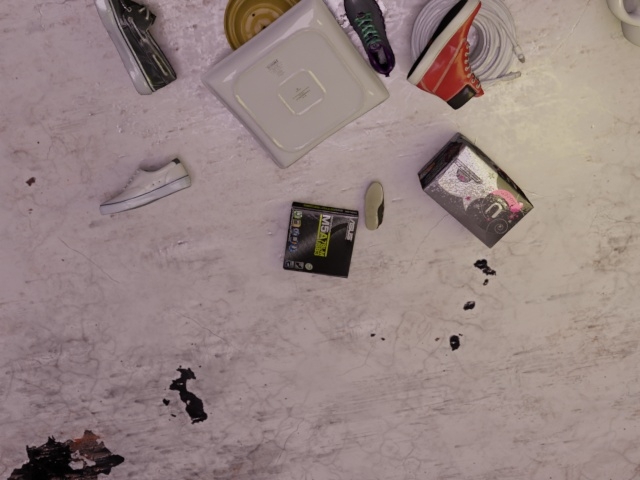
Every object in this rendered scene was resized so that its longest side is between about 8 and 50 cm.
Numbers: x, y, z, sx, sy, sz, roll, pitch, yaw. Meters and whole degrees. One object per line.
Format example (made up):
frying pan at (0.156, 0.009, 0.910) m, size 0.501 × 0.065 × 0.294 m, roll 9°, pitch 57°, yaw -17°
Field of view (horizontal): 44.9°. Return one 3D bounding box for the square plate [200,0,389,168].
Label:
square plate at (-0.054, -0.367, 1.892) m, size 0.347 × 0.049 × 0.344 m, roll -33°, pitch 127°, yaw 14°

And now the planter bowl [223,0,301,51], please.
planter bowl at (-0.131, -0.516, 1.865) m, size 0.217 × 0.090 × 0.217 m, roll 0°, pitch 112°, yaw 1°

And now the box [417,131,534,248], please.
box at (0.397, -0.129, 1.989) m, size 0.247 × 0.142 × 0.163 m, roll 39°, pitch 108°, yaw -15°

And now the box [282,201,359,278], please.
box at (0.000, 0.000, 2.101) m, size 0.184 × 0.045 × 0.191 m, roll 10°, pitch 113°, yaw -1°

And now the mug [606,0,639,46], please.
mug at (0.777, -0.586, 1.701) m, size 0.373 × 0.276 × 0.328 m, roll -8°, pitch 126°, yaw -29°

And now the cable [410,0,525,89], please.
cable at (0.343, -0.482, 1.874) m, size 0.257 × 0.089 × 0.257 m, roll -19°, pitch 111°, yaw 10°

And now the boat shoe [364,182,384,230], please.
boat shoe at (0.146, -0.094, 2.063) m, size 0.048 × 0.042 × 0.133 m, roll 13°, pitch 114°, yaw 23°

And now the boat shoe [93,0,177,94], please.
boat shoe at (-0.450, -0.520, 1.866) m, size 0.119 × 0.121 × 0.335 m, roll -22°, pitch 122°, yaw 1°

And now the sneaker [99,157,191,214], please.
sneaker at (-0.468, -0.141, 2.035) m, size 0.258 × 0.094 × 0.091 m, roll -21°, pitch 93°, yaw 4°

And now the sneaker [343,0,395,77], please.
sneaker at (0.126, -0.502, 1.862) m, size 0.083 × 0.098 × 0.224 m, roll -26°, pitch 110°, yaw 11°

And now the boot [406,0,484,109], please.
boot at (0.339, -0.431, 1.802) m, size 0.176 × 0.088 × 0.244 m, roll 29°, pitch 119°, yaw -10°
